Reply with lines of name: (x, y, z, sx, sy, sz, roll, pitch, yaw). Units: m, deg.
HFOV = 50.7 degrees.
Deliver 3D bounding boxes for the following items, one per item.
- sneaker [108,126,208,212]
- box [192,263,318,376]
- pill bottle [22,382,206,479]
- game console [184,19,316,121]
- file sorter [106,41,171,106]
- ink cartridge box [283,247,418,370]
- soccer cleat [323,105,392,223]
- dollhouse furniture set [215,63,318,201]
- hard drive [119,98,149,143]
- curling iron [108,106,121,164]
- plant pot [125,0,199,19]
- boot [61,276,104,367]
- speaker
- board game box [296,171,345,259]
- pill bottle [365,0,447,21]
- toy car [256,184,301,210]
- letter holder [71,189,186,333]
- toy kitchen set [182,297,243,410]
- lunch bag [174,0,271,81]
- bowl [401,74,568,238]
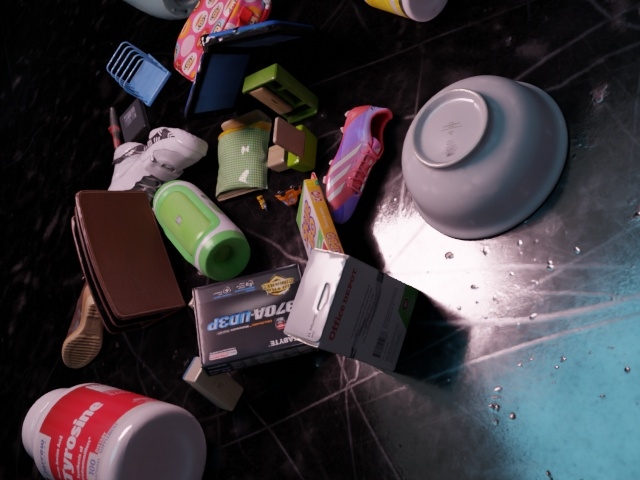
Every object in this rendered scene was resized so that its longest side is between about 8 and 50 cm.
sneaker: (-0.424, -0.153, 1.723, 0.366, 0.137, 0.210, -6, 68, 45)
box: (-0.127, 0.151, 1.302, 0.220, 0.051, 0.175, -13, 57, -1)
pill bottle: (-0.446, 0.425, 1.409, 0.408, 0.229, 0.229, 0, 71, 42)
game console: (-0.151, -0.381, 1.521, 0.250, 0.293, 0.173, -6, 103, 18)
file sorter: (-0.544, -0.498, 2.001, 0.118, 0.104, 0.170, -55, 46, 9)
ink cartridge box: (0.055, 0.116, 1.119, 0.087, 0.208, 0.153, 12, 79, 44)
soccer cleat: (0.074, -0.152, 1.320, 0.095, 0.083, 0.248, 1, 69, 37)
dollhouse furniture set: (-0.167, -0.229, 1.512, 0.302, 0.151, 0.197, -13, 63, 37)
hard drive: (-0.550, -0.346, 1.995, 0.094, 0.022, 0.135, -41, 49, 20)
curling iron: (-0.617, -0.318, 2.022, 0.068, 0.035, 0.274, -64, 35, 37)
plant pot: (-0.438, -0.767, 1.920, 0.235, 0.293, 0.293, 41, 100, 27)
boot: (-0.604, 0.188, 1.774, 0.248, 0.090, 0.207, -62, 24, 23)
speaker: (-0.276, -0.029, 1.538, 0.131, 0.131, 0.296, -56, 46, 7)
board game box: (0.000, 0.000, 1.298, 0.124, 0.039, 0.259, 104, 157, -50)
pill bottle: (0.155, -0.530, 1.389, 0.208, 0.119, 0.119, 37, 97, 44)
toy car: (-0.084, -0.092, 1.473, 0.122, 0.060, 0.040, -5, 111, 57)
letter holder: (-0.477, 0.051, 1.544, 0.152, 0.214, 0.301, -27, 79, 30)
toy kitchen set: (-0.223, 0.223, 1.409, 0.166, 0.122, 0.207, 0, 51, 42)
lunch bag: (-0.250, -0.529, 1.726, 0.293, 0.120, 0.258, -59, 37, 10)
bowl: (0.245, -0.162, 1.134, 0.298, 0.134, 0.297, -19, 59, 35)
